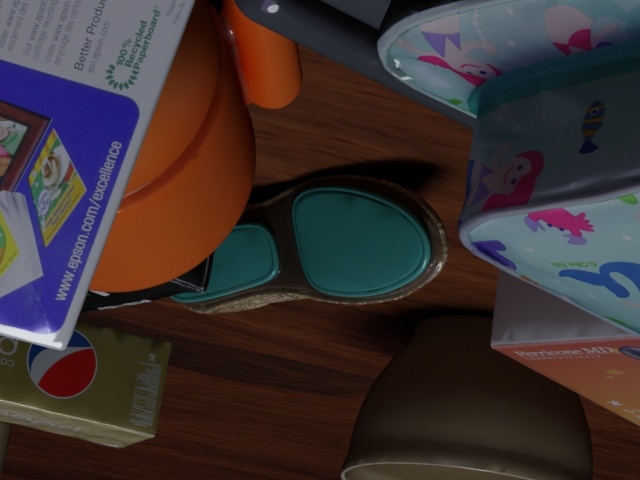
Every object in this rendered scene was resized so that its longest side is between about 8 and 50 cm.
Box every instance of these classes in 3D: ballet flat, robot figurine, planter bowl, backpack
[{"bbox_3d":[0.000,0.000,1.079,0.206,0.073,0.067,-4,-174,42],"label":"ballet flat"},{"bbox_3d":[-0.094,-0.056,0.827,0.158,0.128,0.219,9,163,9],"label":"robot figurine"},{"bbox_3d":[0.100,0.112,1.275,0.162,0.109,0.162,8,162,3],"label":"planter bowl"},{"bbox_3d":[0.171,-0.058,0.615,0.225,0.191,0.253,-9,160,43],"label":"backpack"}]

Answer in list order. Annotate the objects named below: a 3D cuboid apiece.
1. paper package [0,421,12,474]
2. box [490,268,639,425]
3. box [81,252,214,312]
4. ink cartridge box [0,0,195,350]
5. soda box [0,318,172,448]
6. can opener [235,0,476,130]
[{"bbox_3d":[-0.377,0.114,1.320,0.325,0.168,0.309,13,176,-13],"label":"paper package"},{"bbox_3d":[0.190,0.034,1.023,0.130,0.091,0.170,-6,157,39],"label":"box"},{"bbox_3d":[-0.254,-0.037,1.041,0.322,0.079,0.257,23,156,-37],"label":"box"},{"bbox_3d":[-0.153,-0.082,0.677,0.208,0.206,0.045,16,-161,-20],"label":"ink cartridge box"},{"bbox_3d":[-0.180,0.068,1.114,0.181,0.058,0.061,16,161,-22],"label":"soda box"},{"bbox_3d":[0.084,-0.046,0.817,0.283,0.095,0.076,22,157,-37],"label":"can opener"}]
